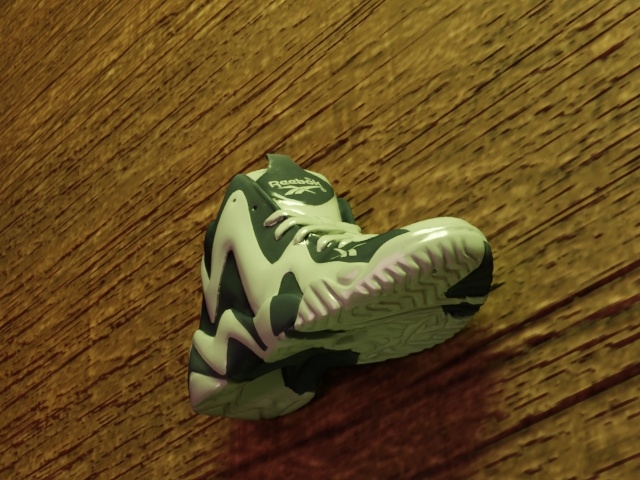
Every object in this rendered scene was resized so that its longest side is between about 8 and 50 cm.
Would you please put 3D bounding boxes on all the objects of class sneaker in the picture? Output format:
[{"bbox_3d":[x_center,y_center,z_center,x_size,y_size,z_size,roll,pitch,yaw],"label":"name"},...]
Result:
[{"bbox_3d":[0.000,0.000,0.801,0.235,0.094,0.153,-39,50,49],"label":"sneaker"}]
